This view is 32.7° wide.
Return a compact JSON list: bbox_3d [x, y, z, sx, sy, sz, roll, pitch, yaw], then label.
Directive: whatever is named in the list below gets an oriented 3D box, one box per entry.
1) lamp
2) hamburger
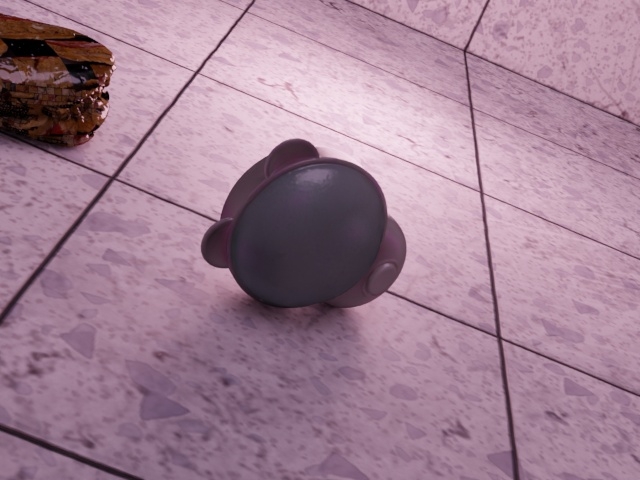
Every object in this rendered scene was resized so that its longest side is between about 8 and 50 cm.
[{"bbox_3d":[0.002,0.002,1.145,0.246,0.179,0.108,30,18,-43],"label":"lamp"},{"bbox_3d":[-0.361,-0.203,1.319,0.231,0.107,0.231,16,31,-10],"label":"hamburger"}]
